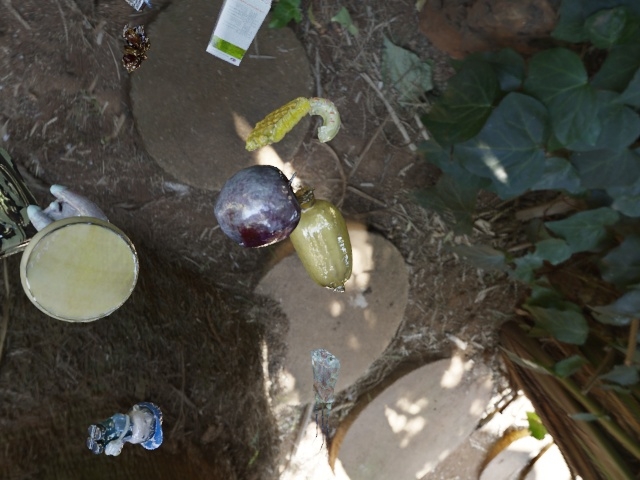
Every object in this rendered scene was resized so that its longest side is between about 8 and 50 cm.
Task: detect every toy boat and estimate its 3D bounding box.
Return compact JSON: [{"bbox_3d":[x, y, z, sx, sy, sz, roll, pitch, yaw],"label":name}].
[{"bbox_3d":[-0.667,-0.053,1.296,0.227,0.085,0.155,39,68,3],"label":"toy boat"}]

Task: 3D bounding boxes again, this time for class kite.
[{"bbox_3d":[0.003,0.356,1.077,0.016,0.127,0.230,5,90,-26],"label":"kite"}]

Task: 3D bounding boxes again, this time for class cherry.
[{"bbox_3d":[-0.138,-0.077,1.064,0.195,0.195,0.195,-11,118,-21],"label":"cherry"}]

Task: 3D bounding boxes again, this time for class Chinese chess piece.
[{"bbox_3d":[-0.575,0.069,1.170,0.257,0.104,0.257,-4,98,-31],"label":"Chinese chess piece"}]

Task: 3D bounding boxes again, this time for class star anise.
[{"bbox_3d":[-0.601,-0.626,1.583,0.057,0.168,0.168,18,108,5],"label":"star anise"}]

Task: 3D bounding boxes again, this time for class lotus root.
[{"bbox_3d":[0.002,-0.002,1.246,0.146,0.131,0.303,-20,114,3],"label":"lotus root"}]

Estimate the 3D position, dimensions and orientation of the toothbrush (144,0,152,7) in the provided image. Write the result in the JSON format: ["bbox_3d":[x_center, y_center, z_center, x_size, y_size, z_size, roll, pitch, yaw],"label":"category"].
[{"bbox_3d":[-0.544,-0.765,1.279,0.042,0.413,0.035,-31,166,-15],"label":"toothbrush"}]

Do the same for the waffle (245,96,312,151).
[{"bbox_3d":[-0.166,-0.374,1.607,0.229,0.219,0.057,-50,117,-26],"label":"waffle"}]

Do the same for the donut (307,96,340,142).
[{"bbox_3d":[0.016,-0.442,1.719,0.108,0.065,0.166,-26,91,-6],"label":"donut"}]

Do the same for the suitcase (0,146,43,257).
[{"bbox_3d":[-1.054,-0.101,1.460,0.194,0.339,0.352,-23,100,20],"label":"suitcase"}]

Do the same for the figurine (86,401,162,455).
[{"bbox_3d":[-0.367,0.361,0.920,0.149,0.087,0.086,7,86,-56],"label":"figurine"}]

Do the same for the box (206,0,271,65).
[{"bbox_3d":[-0.206,-0.651,1.322,0.106,0.299,0.200,19,71,-20],"label":"box"}]

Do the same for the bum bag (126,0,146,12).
[{"bbox_3d":[-0.531,-0.726,1.337,0.159,0.026,0.109,42,101,-11],"label":"bum bag"}]
